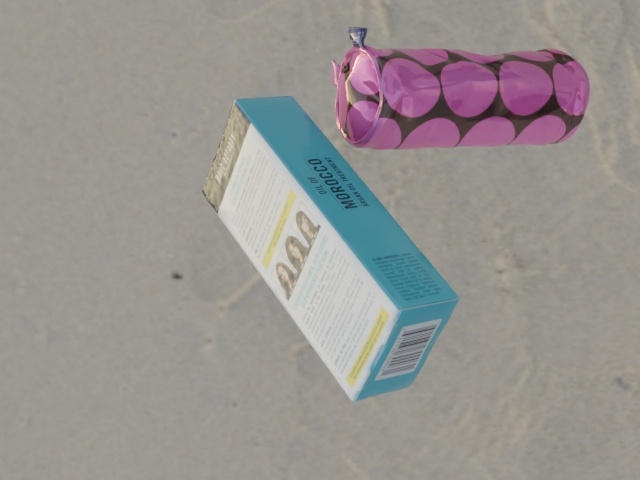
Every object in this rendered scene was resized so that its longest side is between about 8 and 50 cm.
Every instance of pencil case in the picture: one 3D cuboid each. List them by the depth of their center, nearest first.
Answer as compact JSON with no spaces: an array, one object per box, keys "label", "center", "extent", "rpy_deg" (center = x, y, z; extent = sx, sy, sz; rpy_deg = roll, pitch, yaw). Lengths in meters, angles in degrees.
[{"label":"pencil case","center":[0.116,-0.125,1.043],"extent":[0.098,0.209,0.095],"rpy_deg":[-140,54,-59]}]

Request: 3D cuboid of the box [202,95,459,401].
[{"label":"box","center":[0.000,0.000,0.966],"extent":[0.244,0.060,0.101],"rpy_deg":[53,135,33]}]
